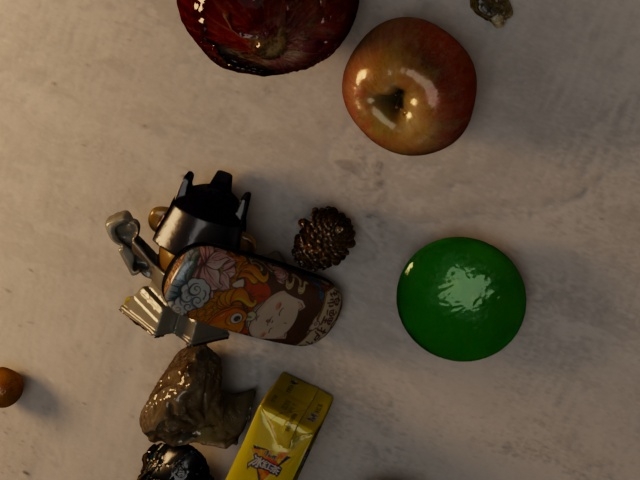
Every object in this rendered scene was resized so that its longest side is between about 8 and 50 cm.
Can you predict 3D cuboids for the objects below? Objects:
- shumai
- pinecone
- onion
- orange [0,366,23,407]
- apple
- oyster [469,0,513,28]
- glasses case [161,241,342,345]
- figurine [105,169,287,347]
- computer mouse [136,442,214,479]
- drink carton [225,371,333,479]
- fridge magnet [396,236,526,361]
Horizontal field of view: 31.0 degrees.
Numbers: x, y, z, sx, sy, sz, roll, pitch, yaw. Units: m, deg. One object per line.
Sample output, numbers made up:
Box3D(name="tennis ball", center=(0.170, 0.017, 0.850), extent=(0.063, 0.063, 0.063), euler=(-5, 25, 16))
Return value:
Box3D(name="shumai", center=(-0.201, 0.284, 1.978), extent=(0.176, 0.166, 0.206), euler=(31, 137, -6))
Box3D(name="pinecone", center=(-0.001, 0.002, 1.871), extent=(0.102, 0.102, 0.109), euler=(44, 111, -1))
Box3D(name="onion", center=(-0.078, -0.373, 1.714), extent=(0.276, 0.276, 0.276), euler=(4, 107, 13))
Box3D(name="orange", center=(-0.583, 0.268, 2.104), extent=(0.085, 0.085, 0.085), euler=(4, 107, 13))
Box3D(name="apple", center=(0.134, -0.232, 1.738), extent=(0.210, 0.164, 0.209), euler=(10, 115, 21))
Box3D(name="oyster", center=(0.250, -0.363, 1.740), extent=(0.093, 0.034, 0.051), euler=(44, 103, 3))
Box3D(name="glasses case", center=(-0.104, 0.088, 1.850), extent=(0.321, 0.082, 0.122), euler=(18, 107, -35))
Box3D(name="figurine", center=(-0.204, 0.030, 1.907), extent=(0.309, 0.143, 0.308), euler=(-10, 122, -16))
Box3D(name="computer mouse", center=(-0.278, 0.447, 2.061), extent=(0.146, 0.077, 0.241), euler=(39, 128, 10))
Box3D(name="drink carton", center=(-0.102, 0.416, 1.986), extent=(0.111, 0.154, 0.351), euler=(27, 110, 5))
Box3D(name="fridge magnet", center=(0.224, 0.093, 1.847), extent=(0.208, 0.088, 0.208), euler=(3, 106, 12))
